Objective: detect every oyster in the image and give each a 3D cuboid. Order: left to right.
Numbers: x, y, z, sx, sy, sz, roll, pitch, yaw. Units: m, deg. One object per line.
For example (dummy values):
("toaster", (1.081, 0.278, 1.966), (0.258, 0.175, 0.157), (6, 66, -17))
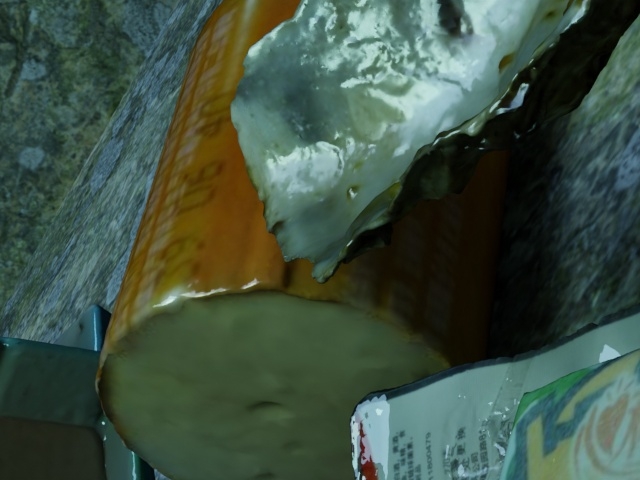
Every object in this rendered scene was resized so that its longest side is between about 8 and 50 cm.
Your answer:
("oyster", (0.093, -0.107, 0.821), (0.396, 0.111, 0.204), (-44, 35, 30))

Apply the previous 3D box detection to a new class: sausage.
("sausage", (0.000, 0.000, 1.095), (0.233, 0.233, 0.287), (-44, 24, 43))

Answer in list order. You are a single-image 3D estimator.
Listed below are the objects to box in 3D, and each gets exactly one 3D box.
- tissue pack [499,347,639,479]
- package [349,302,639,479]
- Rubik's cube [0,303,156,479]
("tissue pack", (0.141, 0.182, 0.609), (0.228, 0.128, 0.311), (-31, 36, 54))
("package", (0.096, 0.131, 0.870), (0.232, 0.040, 0.166), (-28, 53, 46))
("Rubik's cube", (-0.251, 0.217, 1.251), (0.387, 0.358, 0.368), (49, 123, 52))
